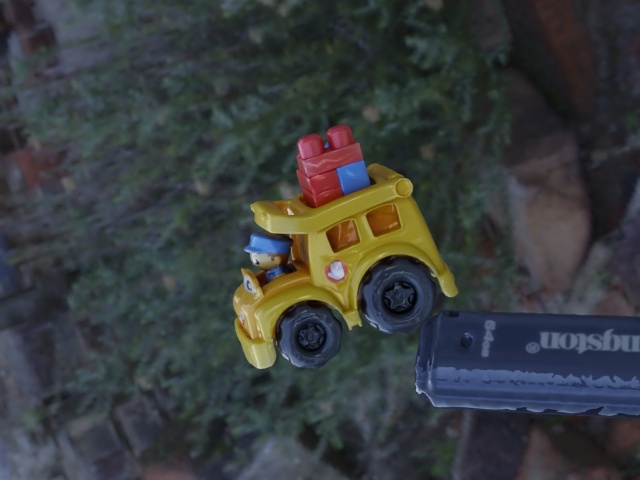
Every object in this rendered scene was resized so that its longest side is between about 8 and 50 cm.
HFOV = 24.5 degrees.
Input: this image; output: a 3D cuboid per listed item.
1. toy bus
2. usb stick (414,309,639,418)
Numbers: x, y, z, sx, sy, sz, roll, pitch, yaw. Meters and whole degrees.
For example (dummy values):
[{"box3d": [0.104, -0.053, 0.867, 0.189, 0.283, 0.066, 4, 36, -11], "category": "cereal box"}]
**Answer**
[{"box3d": [0.000, 0.000, 1.465, 0.149, 0.220, 0.212, -137, 26, -72], "category": "toy bus"}, {"box3d": [0.204, 0.085, 0.999, 0.045, 0.278, 0.077, 72, -156, -55], "category": "usb stick"}]
